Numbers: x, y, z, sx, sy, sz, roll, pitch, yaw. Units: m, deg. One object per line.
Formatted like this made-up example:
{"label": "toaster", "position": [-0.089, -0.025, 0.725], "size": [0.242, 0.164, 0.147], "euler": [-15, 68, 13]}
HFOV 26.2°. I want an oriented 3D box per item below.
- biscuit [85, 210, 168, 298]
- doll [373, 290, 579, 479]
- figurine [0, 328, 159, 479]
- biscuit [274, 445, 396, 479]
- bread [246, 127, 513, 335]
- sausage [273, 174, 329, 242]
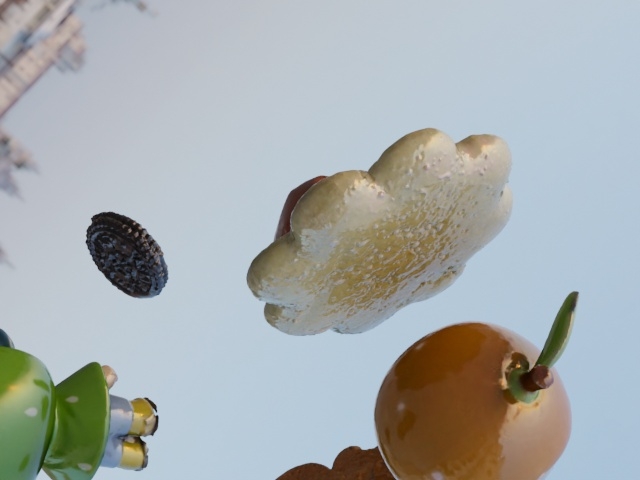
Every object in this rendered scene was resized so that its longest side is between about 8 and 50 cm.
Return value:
{"label": "biscuit", "position": [-0.364, 0.030, 2.585], "size": [0.053, 0.194, 0.194], "euler": [-46, -167, -36]}
{"label": "doll", "position": [0.171, 0.168, 1.406], "size": [0.236, 0.213, 0.213], "euler": [-50, -173, 48]}
{"label": "figurine", "position": [-0.276, 0.167, 1.250], "size": [0.143, 0.263, 0.162], "euler": [43, -63, 53]}
{"label": "biscuit", "position": [0.025, 0.441, 2.335], "size": [0.289, 0.044, 0.202], "euler": [-26, -142, -13]}
{"label": "bread", "position": [0.071, 0.003, 1.390], "size": [0.316, 0.054, 0.316], "euler": [-23, 152, -13]}
{"label": "sausage", "position": [0.000, 0.001, 2.285], "size": [0.268, 0.153, 0.141], "euler": [110, -5, -60]}
